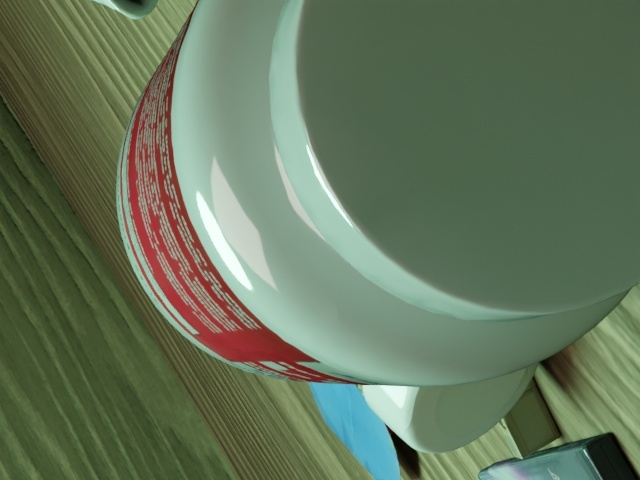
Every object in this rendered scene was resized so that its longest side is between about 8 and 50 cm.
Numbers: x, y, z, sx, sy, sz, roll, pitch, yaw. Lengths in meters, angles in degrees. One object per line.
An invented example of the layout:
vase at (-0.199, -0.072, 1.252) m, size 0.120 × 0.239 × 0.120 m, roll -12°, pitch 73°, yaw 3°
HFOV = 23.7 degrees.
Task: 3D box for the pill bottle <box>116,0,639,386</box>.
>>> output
pill bottle at (0.030, -0.044, 0.739) m, size 0.229 × 0.229 × 0.407 m, roll 63°, pitch 167°, yaw -2°

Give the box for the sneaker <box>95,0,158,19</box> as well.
sneaker at (-0.138, -0.207, 0.890) m, size 0.083 × 0.071 × 0.191 m, roll 42°, pitch 165°, yaw 39°

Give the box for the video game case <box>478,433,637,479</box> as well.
video game case at (0.203, 0.240, 1.095) m, size 0.196 × 0.026 × 0.274 m, roll 61°, pitch 167°, yaw 7°

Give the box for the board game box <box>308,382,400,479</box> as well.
board game box at (0.043, 0.171, 1.543) m, size 0.169 × 0.033 × 0.133 m, roll 45°, pitch 154°, yaw 37°

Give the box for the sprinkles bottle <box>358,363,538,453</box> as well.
sprinkles bottle at (0.000, 0.000, 1.087) m, size 0.355 × 0.121 × 0.121 m, roll 42°, pitch 157°, yaw 38°

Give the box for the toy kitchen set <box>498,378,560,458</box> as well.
toy kitchen set at (0.113, 0.121, 1.098) m, size 0.075 × 0.068 × 0.083 m, roll 63°, pitch 167°, yaw -4°
